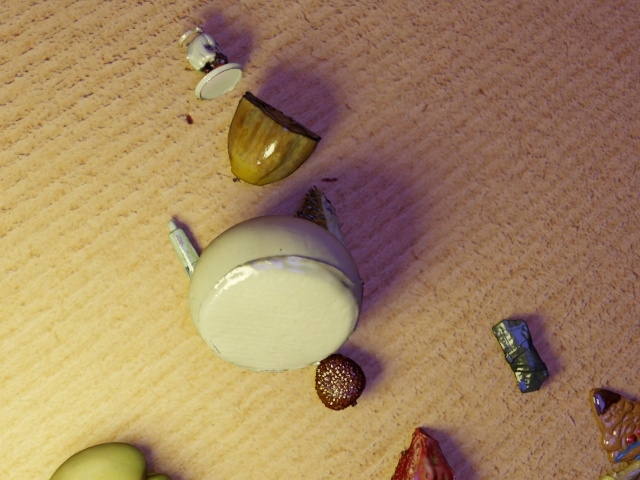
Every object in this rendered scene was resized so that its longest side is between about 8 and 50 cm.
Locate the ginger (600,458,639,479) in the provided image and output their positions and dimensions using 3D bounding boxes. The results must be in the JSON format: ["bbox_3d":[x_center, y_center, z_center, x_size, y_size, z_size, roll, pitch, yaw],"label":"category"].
[{"bbox_3d":[0.770,0.596,1.956,0.137,0.044,0.057,-29,90,-2],"label":"ginger"}]

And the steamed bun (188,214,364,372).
[{"bbox_3d":[-0.099,0.097,1.674,0.374,0.374,0.241,1,42,-14],"label":"steamed bun"}]

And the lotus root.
[{"bbox_3d":[-0.123,-0.217,1.799,0.188,0.199,0.180,39,108,29],"label":"lotus root"}]

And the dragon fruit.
[{"bbox_3d":[0.259,0.589,1.791,0.211,0.134,0.262,27,77,-13],"label":"dragon fruit"}]

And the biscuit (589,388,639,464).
[{"bbox_3d":[0.793,0.487,1.996,0.183,0.043,0.280,-41,97,-18],"label":"biscuit"}]

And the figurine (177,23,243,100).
[{"bbox_3d":[-0.270,-0.419,1.801,0.132,0.132,0.154,-30,79,-16],"label":"figurine"}]

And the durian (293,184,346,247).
[{"bbox_3d":[0.000,0.000,1.831,0.139,0.144,0.252,-11,77,-53],"label":"durian"}]

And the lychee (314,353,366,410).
[{"bbox_3d":[0.042,0.323,1.779,0.123,0.123,0.129,-38,64,-16],"label":"lychee"}]

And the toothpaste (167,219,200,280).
[{"bbox_3d":[-0.288,0.058,1.768,0.060,0.038,0.233,-29,94,-13],"label":"toothpaste"}]

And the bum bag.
[{"bbox_3d":[0.502,0.283,1.939,0.087,0.049,0.198,-25,90,8],"label":"bum bag"}]

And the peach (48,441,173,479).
[{"bbox_3d":[-0.427,0.562,1.560,0.292,0.247,0.292,-2,93,-33],"label":"peach"}]
